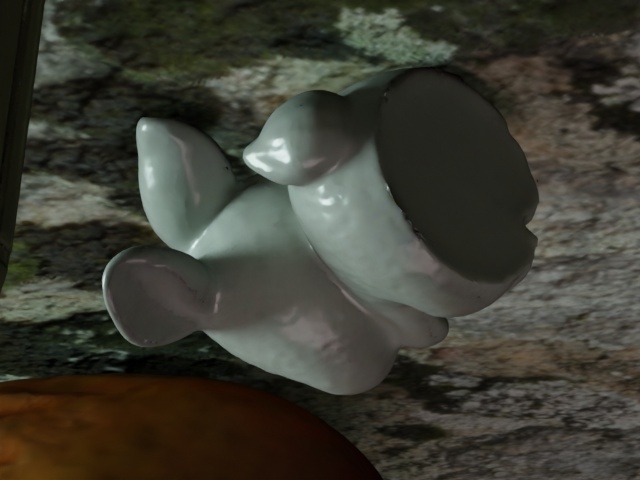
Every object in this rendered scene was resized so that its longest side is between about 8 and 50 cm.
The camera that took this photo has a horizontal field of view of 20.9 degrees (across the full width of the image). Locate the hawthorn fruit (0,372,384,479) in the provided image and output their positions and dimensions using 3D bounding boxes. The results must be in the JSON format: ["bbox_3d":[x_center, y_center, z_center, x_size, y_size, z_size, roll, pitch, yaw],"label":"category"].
[{"bbox_3d":[-0.154,0.302,1.167,0.471,0.472,0.472,0,153,0],"label":"hawthorn fruit"}]

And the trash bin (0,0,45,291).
[{"bbox_3d":[-0.224,-0.086,0.599,0.121,0.243,0.247,-19,145,34],"label":"trash bin"}]

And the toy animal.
[{"bbox_3d":[0.000,-0.006,0.880,0.193,0.127,0.178,-19,145,35],"label":"toy animal"}]
